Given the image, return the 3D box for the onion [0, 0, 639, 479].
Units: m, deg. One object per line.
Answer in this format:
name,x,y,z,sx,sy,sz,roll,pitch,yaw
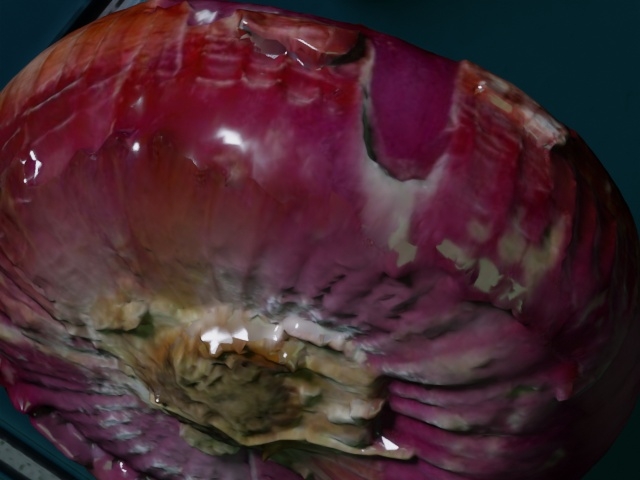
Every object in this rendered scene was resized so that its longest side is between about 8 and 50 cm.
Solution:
onion,0.000,0.000,0.643,0.230,0.230,0.163,66,35,-35
